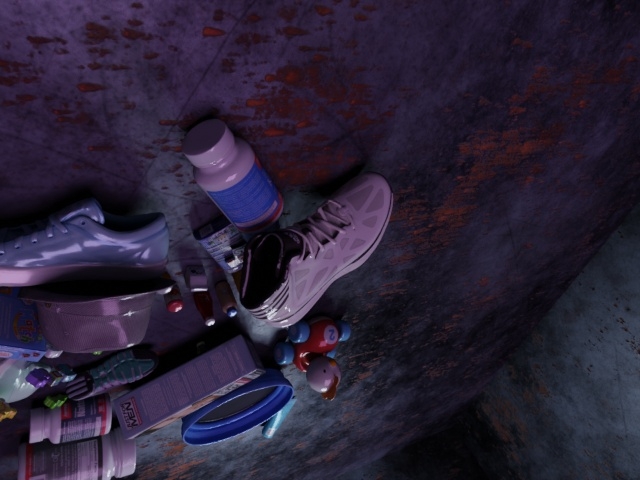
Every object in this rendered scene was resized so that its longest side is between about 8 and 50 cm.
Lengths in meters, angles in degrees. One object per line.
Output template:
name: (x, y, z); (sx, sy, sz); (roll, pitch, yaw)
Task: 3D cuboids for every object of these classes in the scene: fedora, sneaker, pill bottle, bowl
fedora: (-0.421, 0.135, 0.808); (0.275, 0.243, 0.125); (5, 96, 10)
sneaker: (-0.459, -0.013, 0.764); (0.365, 0.135, 0.150); (0, 112, -37)
sneaker: (-0.343, 0.329, 1.234); (0.031, 0.035, 0.083); (-18, 138, -16)
pill bottle: (-0.168, -0.121, 0.827); (0.124, 0.124, 0.222); (-32, 141, -1)
pill bottle: (-0.654, 0.469, 1.114); (0.180, 0.108, 0.108); (3, 129, -36)
sneaker: (-0.651, 0.248, 0.928); (0.256, 0.094, 0.151); (-56, 163, 4)
sneaker: (-0.536, 0.348, 1.115); (0.223, 0.083, 0.098); (-16, 162, -17)
sneaker: (0.000, 0.001, 0.920); (0.448, 0.169, 0.257); (-50, 163, -5)
bowl: (-0.282, 0.565, 1.450); (0.390, 0.077, 0.391); (-21, 146, -15)
pill bottle: (-0.691, 0.630, 1.211); (0.283, 0.161, 0.161); (2, 129, -35)

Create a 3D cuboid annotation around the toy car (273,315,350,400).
toy car: (0.009, 0.391, 1.371); (0.219, 0.238, 0.210); (8, 125, -39)

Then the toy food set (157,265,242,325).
toy food set: (-0.280, 0.137, 1.028); (0.232, 0.105, 0.111); (2, 129, -35)

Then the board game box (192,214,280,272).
board game box: (-0.165, 0.005, 1.007); (0.194, 0.060, 0.194); (-31, 140, -2)

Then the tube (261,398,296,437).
tube: (-0.173, 0.719, 1.734); (0.080, 0.052, 0.207); (9, 120, -45)

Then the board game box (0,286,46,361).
board game box: (-0.610, 0.129, 0.760); (0.039, 0.160, 0.211); (-45, 138, 15)

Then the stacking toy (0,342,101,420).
stacking toy: (-0.596, 0.297, 0.940); (0.167, 0.052, 0.221); (-54, 169, -8)

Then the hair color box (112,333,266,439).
hair color box: (-0.356, 0.412, 1.205); (0.374, 0.114, 0.185); (-26, 162, -8)
